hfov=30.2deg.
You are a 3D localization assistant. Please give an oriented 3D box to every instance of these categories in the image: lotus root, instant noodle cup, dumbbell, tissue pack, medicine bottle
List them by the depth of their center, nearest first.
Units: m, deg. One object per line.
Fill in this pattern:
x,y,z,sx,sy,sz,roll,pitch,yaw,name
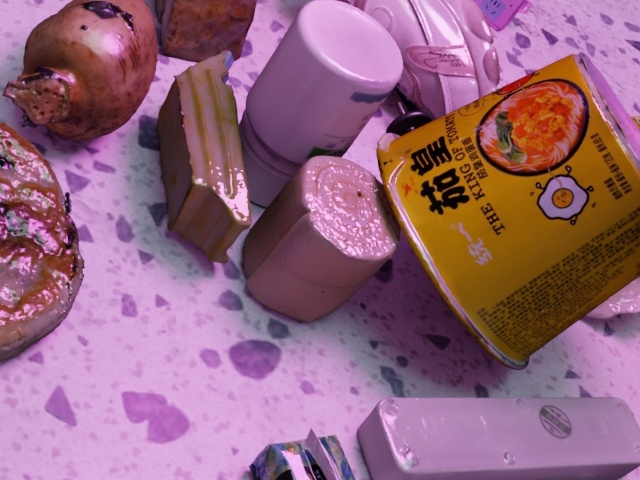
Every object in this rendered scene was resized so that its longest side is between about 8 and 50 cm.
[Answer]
-0.002,0.245,1.143,0.085,0.079,0.111,-1,53,-37,tissue pack
-0.251,-0.202,1.320,0.140,0.154,0.257,25,39,-5,lotus root
0.256,-0.048,1.370,0.325,0.254,0.325,48,22,-26,instant noodle cup
-0.016,-0.151,1.373,0.139,0.237,0.139,18,44,-19,medicine bottle
-0.158,-0.351,1.551,0.119,0.138,0.235,2,57,-21,lotus root
0.128,-0.128,1.581,0.069,0.069,0.147,3,51,-33,dumbbell

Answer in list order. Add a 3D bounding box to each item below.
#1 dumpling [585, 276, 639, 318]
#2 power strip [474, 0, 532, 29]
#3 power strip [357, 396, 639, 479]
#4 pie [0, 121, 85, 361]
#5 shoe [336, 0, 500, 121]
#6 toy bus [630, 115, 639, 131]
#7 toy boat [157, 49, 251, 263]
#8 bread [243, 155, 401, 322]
0.381,0.010,1.585,0.258,0.147,0.193,5,83,-2,dumpling
0.232,-0.465,1.932,0.279,0.109,0.037,43,43,7,power strip
0.220,0.227,1.328,0.385,0.062,0.091,4,50,-31,power strip
-0.363,-0.010,1.134,0.302,0.067,0.302,21,42,-20,pie
0.114,-0.283,1.657,0.198,0.172,0.351,-18,81,-8,shoe
0.555,-0.118,1.827,0.262,0.128,0.150,-7,58,-38,toy bus
-0.136,-0.105,1.345,0.084,0.111,0.276,10,49,-21,toy boat
0.000,0.000,1.323,0.134,0.141,0.148,27,43,-18,bread
